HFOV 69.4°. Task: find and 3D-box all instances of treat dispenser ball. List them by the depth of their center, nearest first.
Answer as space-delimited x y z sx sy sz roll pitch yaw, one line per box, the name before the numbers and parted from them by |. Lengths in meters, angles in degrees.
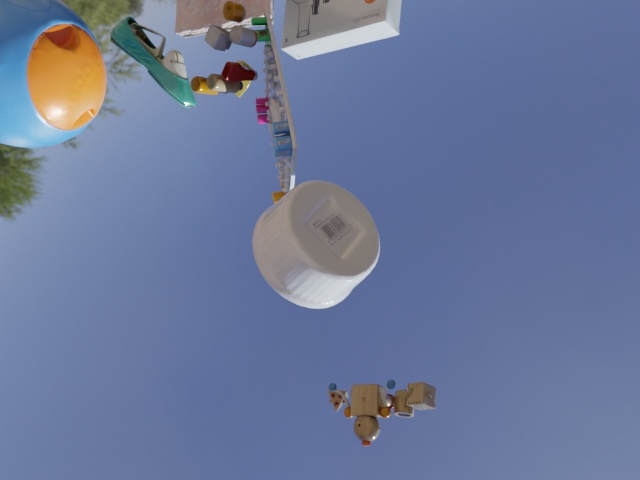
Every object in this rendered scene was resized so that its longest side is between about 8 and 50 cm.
treat dispenser ball | -0.552 -0.318 0.853 0.288 0.288 0.288 -26 -141 23

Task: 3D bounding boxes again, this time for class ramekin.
ramekin | 0.000 0.000 1.035 0.135 0.277 0.277 -42 -154 48

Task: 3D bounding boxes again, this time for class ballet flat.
ballet flat | -0.363 -0.409 1.036 0.087 0.247 0.083 -48 -179 19

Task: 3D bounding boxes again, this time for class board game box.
board game box | -0.130 -0.317 1.245 0.050 0.390 0.390 -9 -109 -9

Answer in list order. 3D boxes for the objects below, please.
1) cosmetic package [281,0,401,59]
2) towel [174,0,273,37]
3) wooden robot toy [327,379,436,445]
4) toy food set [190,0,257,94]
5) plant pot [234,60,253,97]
cosmetic package | 0.060 -0.725 1.376 0.377 0.097 0.285 3 -91 37
towel | -0.291 -0.797 1.433 0.331 0.053 0.317 -2 -99 15
wooden robot toy | 0.077 0.240 0.630 0.173 0.076 0.079 -14 -128 32
toy food set | -0.209 -0.436 1.106 0.111 0.104 0.232 45 -59 20
plant pot | -0.268 -0.548 1.541 0.083 0.081 0.081 -26 -136 35
